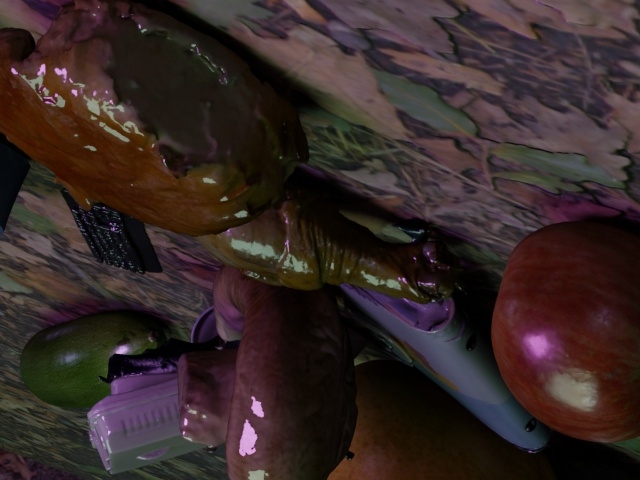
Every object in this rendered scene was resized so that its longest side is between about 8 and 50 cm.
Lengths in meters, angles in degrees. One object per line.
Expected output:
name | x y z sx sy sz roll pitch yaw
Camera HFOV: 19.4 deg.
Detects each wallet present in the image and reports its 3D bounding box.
wallet | 0.098 0.078 1.543 0.170 0.069 0.231 32 170 38

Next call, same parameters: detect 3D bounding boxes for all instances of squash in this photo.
squash | -0.277 0.142 2.170 0.107 0.107 0.395 28 163 -20

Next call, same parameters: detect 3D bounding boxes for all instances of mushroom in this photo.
mushroom | -0.042 0.081 1.564 0.156 0.151 0.285 -1 -150 -7

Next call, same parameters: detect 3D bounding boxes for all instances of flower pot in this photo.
flower pot | 0.253 0.267 1.855 0.157 0.106 0.157 17 171 3

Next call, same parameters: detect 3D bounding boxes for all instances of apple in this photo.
apple | 0.182 0.059 1.252 0.131 0.146 0.146 25 166 27

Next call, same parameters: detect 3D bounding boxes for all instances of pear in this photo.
pear | 0.077 0.268 1.692 0.314 0.314 0.314 20 164 6

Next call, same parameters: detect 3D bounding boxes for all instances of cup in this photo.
cup | -0.078 0.108 1.881 0.104 0.074 0.116 2 168 -4

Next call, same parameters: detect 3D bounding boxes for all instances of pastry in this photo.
pastry | -0.119 -0.082 1.261 0.229 0.100 0.218 23 160 14

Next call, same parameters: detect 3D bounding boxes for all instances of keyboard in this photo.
keyboard | -0.195 -0.005 1.754 0.074 0.015 0.196 19 164 8

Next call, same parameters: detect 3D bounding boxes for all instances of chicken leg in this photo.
chicken leg | 0.000 0.000 1.416 0.228 0.088 0.103 17 154 -3

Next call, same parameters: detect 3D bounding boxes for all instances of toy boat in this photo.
toy boat | -0.097 0.124 1.755 0.141 0.269 0.141 53 164 23

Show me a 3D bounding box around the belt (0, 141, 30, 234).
belt | -0.351 -0.069 1.635 0.190 0.082 0.141 14 165 24
